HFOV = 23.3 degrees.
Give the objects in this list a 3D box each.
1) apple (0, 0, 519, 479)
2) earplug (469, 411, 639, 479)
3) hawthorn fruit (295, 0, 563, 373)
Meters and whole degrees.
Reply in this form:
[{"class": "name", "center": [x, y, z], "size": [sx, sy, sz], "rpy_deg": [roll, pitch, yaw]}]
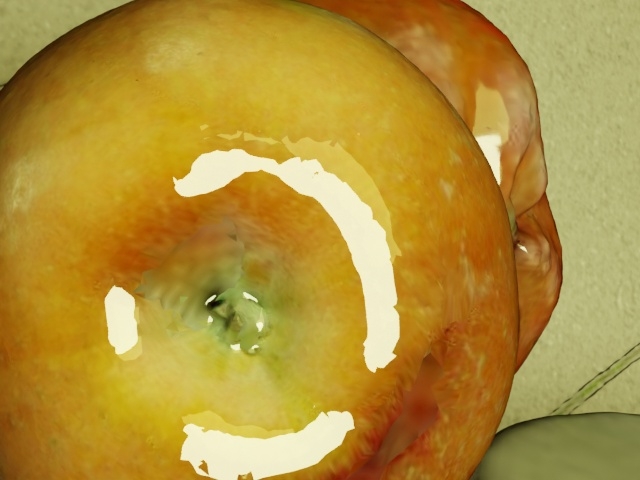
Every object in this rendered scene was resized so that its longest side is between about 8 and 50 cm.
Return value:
[{"class": "apple", "center": [-0.036, 0.026, 0.618], "size": [0.253, 0.253, 0.253], "rpy_deg": [11, 71, -34]}, {"class": "earplug", "center": [0.171, 0.329, 0.831], "size": [0.313, 0.312, 0.394], "rpy_deg": [-1, 118, -37]}, {"class": "hawthorn fruit", "center": [0.000, 0.000, 0.855], "size": [0.284, 0.284, 0.284], "rpy_deg": [11, 71, -34]}]
